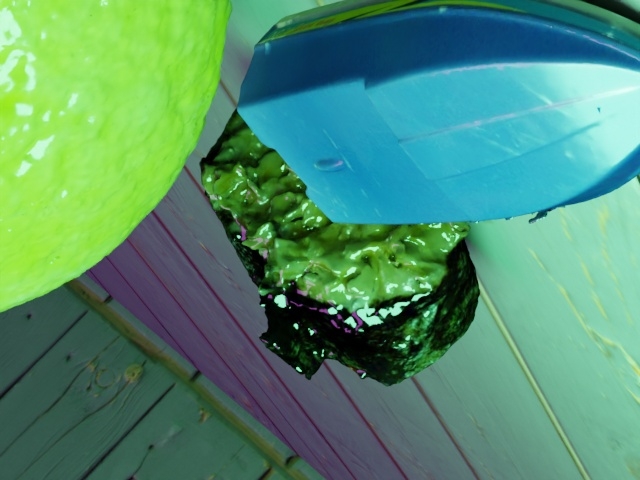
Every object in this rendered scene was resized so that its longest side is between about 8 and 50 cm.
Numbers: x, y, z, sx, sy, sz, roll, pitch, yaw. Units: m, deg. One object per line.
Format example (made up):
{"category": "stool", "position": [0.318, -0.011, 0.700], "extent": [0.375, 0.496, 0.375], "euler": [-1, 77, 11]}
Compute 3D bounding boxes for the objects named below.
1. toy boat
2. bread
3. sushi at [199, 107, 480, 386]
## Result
{"category": "toy boat", "position": [0.077, -0.067, 0.897], "extent": [0.129, 0.088, 0.295], "euler": [49, 158, -19]}
{"category": "bread", "position": [-0.253, -0.146, 1.157], "extent": [0.308, 0.348, 0.348], "euler": [48, 174, 43]}
{"category": "sushi", "position": [0.000, 0.000, 1.247], "extent": [0.212, 0.147, 0.115], "euler": [46, 177, 36]}
